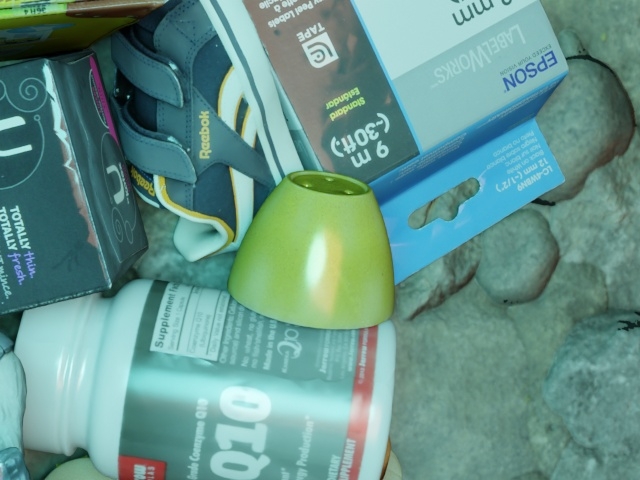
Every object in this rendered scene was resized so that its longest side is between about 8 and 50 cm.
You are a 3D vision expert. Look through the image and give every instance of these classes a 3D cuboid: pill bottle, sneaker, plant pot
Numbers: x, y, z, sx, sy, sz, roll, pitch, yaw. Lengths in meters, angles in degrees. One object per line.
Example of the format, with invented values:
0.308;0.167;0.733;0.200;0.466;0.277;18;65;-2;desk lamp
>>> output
-0.091;0.118;0.952;0.283;0.161;0.161;8;91;-2;pill bottle
-0.104;-0.105;0.927;0.127;0.126;0.321;-31;132;-11;sneaker
0.000;0.000;0.939;0.134;0.134;0.095;4;109;-19;plant pot

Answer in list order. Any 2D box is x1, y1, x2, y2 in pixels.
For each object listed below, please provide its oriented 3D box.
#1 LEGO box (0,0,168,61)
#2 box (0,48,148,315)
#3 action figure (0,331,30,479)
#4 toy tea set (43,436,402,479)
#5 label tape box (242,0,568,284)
-0.378;-0.198;0.744;0.500;0.372;0.193;-10;97;-19;LEGO box
-0.282;-0.026;0.865;0.270;0.143;0.165;-12;100;6;box
-0.290;0.141;0.809;0.178;0.341;0.330;-48;144;-51;action figure
-0.078;0.265;1.043;0.336;0.124;0.200;-12;68;-15;toy tea set
0.074;-0.146;1.044;0.249;0.115;0.347;-30;102;-15;label tape box
